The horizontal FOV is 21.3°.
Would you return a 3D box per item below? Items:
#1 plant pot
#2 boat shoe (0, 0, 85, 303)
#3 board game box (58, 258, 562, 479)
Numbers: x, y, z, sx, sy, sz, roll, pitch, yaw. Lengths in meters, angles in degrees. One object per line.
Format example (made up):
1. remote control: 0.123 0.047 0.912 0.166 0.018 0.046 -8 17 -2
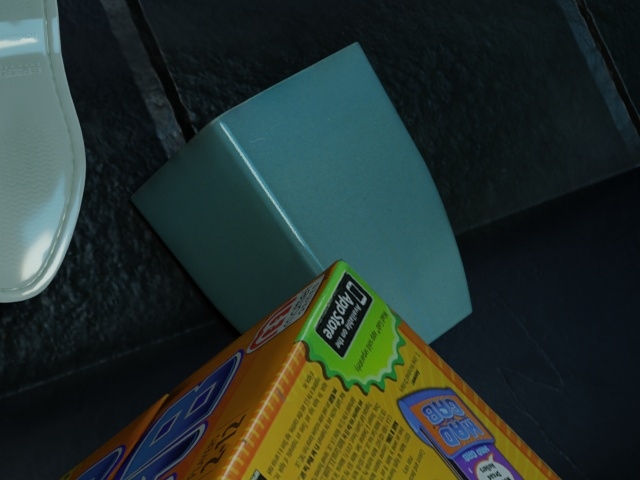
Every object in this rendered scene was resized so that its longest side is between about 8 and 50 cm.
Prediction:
1. plant pot: 0.000 0.000 1.370 0.166 0.165 0.234 -31 87 -36
2. boat shoe: -0.238 -0.087 1.310 0.114 0.091 0.302 3 70 -10
3. board game box: -0.029 0.308 1.047 0.356 0.356 0.356 45 32 -9
